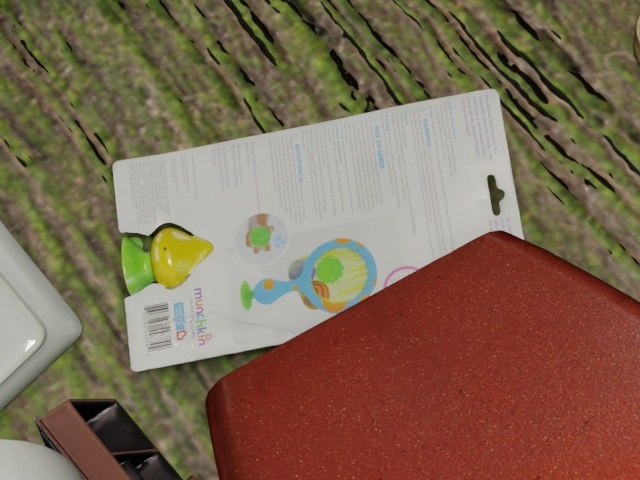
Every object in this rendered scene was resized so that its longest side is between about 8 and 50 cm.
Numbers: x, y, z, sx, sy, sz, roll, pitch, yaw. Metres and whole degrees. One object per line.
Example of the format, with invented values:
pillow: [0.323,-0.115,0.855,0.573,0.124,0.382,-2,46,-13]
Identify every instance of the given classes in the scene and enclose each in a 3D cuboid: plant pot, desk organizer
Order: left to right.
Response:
desk organizer: [-0.101,0.141,1.081,0.050,0.047,0.130,-36,67,-16]
plant pot: [0.085,0.158,0.956,0.267,0.267,0.236,-28,54,-10]

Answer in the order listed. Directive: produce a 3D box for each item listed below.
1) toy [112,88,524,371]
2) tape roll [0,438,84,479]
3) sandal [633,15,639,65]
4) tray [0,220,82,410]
toy: [0.000,0.000,1.139,0.237,0.056,0.137,-9,67,4]
tape roll: [-0.221,0.216,0.922,0.286,0.286,0.100,-28,65,-10]
sandal: [0.301,-0.095,1.153,0.240,0.079,0.088,28,69,16]
tray: [-0.251,0.008,1.055,0.145,0.270,0.030,-44,30,-16]
